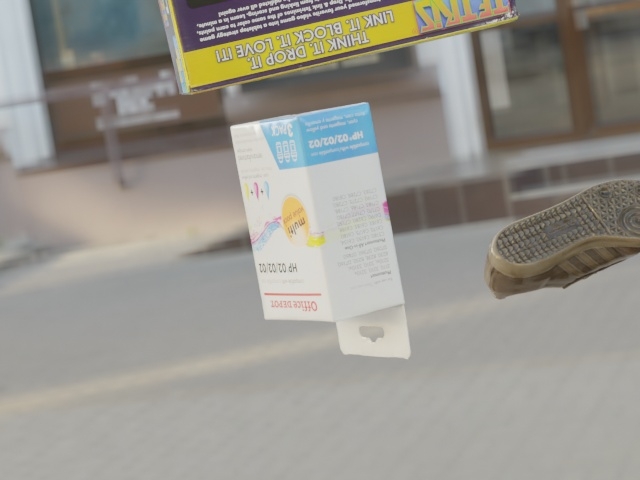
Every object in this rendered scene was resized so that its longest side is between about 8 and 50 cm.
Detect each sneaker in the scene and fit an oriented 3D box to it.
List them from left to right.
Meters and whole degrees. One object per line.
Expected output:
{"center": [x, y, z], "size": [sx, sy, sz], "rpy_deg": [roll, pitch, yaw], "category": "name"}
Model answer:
{"center": [0.224, 0.001, 1.634], "size": [0.188, 0.066, 0.071], "rpy_deg": [-14, -30, -17], "category": "sneaker"}

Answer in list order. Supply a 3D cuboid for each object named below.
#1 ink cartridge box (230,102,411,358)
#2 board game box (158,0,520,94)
{"center": [0.000, 0.000, 1.338], "size": [0.061, 0.181, 0.104], "rpy_deg": [-13, 5, -28], "category": "ink cartridge box"}
{"center": [-0.001, -0.157, 0.928], "size": [0.170, 0.141, 0.048], "rpy_deg": [-13, 7, -11], "category": "board game box"}
